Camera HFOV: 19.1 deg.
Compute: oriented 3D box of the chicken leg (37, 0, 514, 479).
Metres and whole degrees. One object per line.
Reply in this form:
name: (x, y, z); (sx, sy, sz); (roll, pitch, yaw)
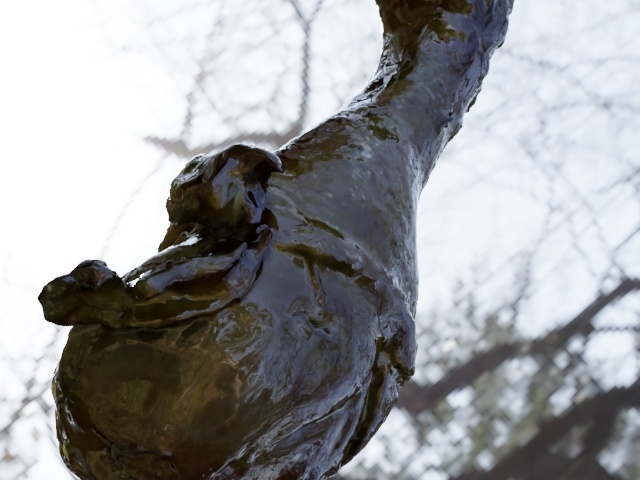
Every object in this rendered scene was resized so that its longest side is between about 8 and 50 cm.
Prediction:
chicken leg: (0.002, 0.016, 0.943); (0.140, 0.361, 0.211); (26, -48, 20)
